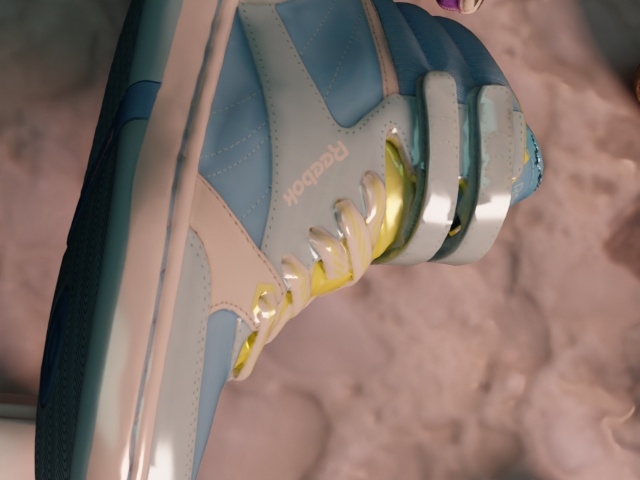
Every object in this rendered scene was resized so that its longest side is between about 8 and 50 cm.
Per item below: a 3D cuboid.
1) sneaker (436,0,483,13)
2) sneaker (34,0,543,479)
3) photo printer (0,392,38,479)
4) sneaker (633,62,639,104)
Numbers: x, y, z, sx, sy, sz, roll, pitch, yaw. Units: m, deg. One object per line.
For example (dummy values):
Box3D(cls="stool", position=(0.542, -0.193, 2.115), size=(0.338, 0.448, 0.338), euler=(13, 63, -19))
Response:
Box3D(cls="sneaker", position=(0.047, -0.195, 0.727), size=(0.071, 0.068, 0.170), euler=(-14, 92, 11))
Box3D(cls="sneaker", position=(0.000, 0.000, 0.628), size=(0.208, 0.127, 0.319), euler=(18, 59, -16))
Box3D(cls="photo printer", position=(-0.234, 0.211, 0.619), size=(0.256, 0.107, 0.308), euler=(8, 87, -13))
Box3D(cls="sneaker", position=(0.252, -0.070, 0.771), size=(0.188, 0.066, 0.071), euler=(26, 66, -17))
